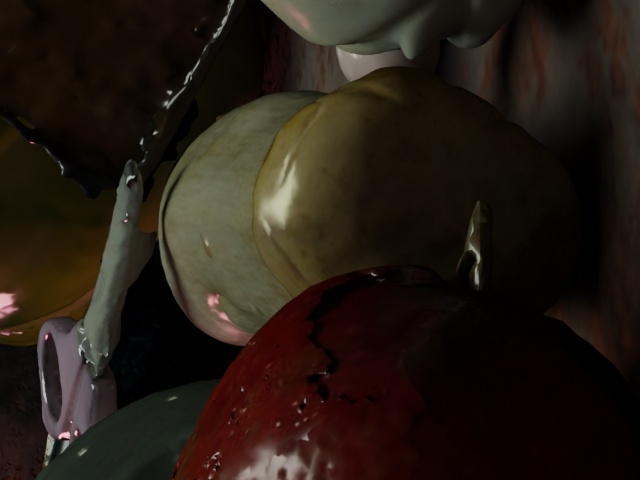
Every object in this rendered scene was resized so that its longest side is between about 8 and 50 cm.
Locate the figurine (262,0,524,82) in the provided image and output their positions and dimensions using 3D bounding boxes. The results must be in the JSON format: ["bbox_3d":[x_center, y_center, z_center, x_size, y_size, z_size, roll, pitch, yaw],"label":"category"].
[{"bbox_3d":[0.013,-0.138,0.610,0.256,0.145,0.182,-113,28,-54],"label":"figurine"}]

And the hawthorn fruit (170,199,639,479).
[{"bbox_3d":[0.029,0.075,0.478,0.148,0.148,0.172,168,117,-79],"label":"hawthorn fruit"}]

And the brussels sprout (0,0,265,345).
[{"bbox_3d":[-0.241,-0.111,1.192,0.342,0.425,0.361,-7,44,41],"label":"brussels sprout"}]

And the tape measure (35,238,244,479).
[{"bbox_3d":[-0.065,0.101,0.927,0.202,0.135,0.223,100,-172,-48],"label":"tape measure"}]

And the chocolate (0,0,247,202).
[{"bbox_3d":[-0.061,-0.151,0.811,0.112,0.112,0.321,-51,10,32],"label":"chocolate"}]

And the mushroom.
[{"bbox_3d":[0.000,0.000,0.683,0.351,0.123,0.095,162,129,-81],"label":"mushroom"}]

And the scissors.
[{"bbox_3d":[-0.089,0.039,0.740,0.212,0.021,0.110,112,143,-47],"label":"scissors"}]

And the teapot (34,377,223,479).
[{"bbox_3d":[-0.029,0.175,0.736,0.251,0.184,0.183,84,180,-59],"label":"teapot"}]
